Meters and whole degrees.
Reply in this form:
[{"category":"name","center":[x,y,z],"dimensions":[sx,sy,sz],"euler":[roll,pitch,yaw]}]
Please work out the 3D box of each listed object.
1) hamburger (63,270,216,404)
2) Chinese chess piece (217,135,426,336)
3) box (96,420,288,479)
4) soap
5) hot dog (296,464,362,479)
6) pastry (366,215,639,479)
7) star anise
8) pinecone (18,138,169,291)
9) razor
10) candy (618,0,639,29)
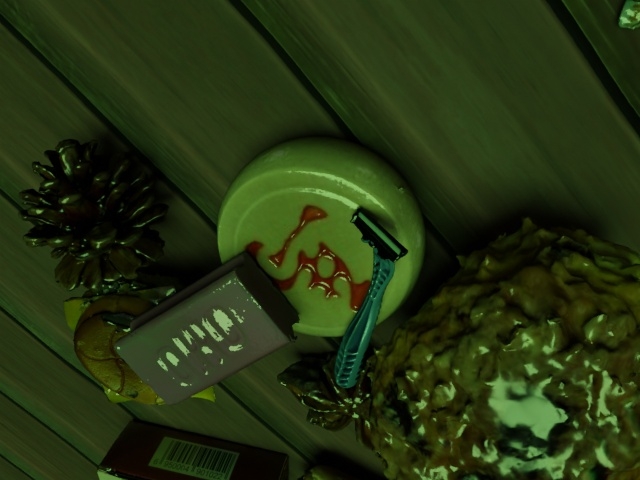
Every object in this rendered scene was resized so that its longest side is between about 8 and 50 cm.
[{"category":"hamburger","center":[-0.263,0.144,0.764],"dimensions":[0.242,0.139,0.262],"euler":[-5,119,16]},{"category":"Chinese chess piece","center":[0.000,0.000,0.628],"dimensions":[0.272,0.102,0.274],"euler":[7,122,11]},{"category":"box","center":[-0.247,0.583,1.031],"dimensions":[0.344,0.122,0.386],"euler":[8,122,10]},{"category":"soap","center":[-0.142,0.115,0.619],"dimensions":[0.203,0.065,0.122],"euler":[-32,108,16]},{"category":"hot dog","center":[0.111,0.514,0.907],"dimensions":[0.337,0.100,0.135],"euler":[28,132,-1]},{"category":"pastry","center":[0.233,0.194,0.565],"dimensions":[0.337,0.292,0.405],"euler":[-23,108,26]},{"category":"star anise","center":[0.063,0.251,0.770],"dimensions":[0.214,0.099,0.220],"euler":[-22,118,40]},{"category":"pinecone","center":[-0.298,-0.037,0.649],"dimensions":[0.150,0.179,0.195],"euler":[-1,112,61]},{"category":"razor","center":[0.052,0.087,0.580],"dimensions":[0.082,0.042,0.253],"euler":[45,137,40]},{"category":"candy","center":[0.366,-0.225,0.426],"dimensions":[0.181,0.046,0.053],"euler":[-8,119,18]}]
